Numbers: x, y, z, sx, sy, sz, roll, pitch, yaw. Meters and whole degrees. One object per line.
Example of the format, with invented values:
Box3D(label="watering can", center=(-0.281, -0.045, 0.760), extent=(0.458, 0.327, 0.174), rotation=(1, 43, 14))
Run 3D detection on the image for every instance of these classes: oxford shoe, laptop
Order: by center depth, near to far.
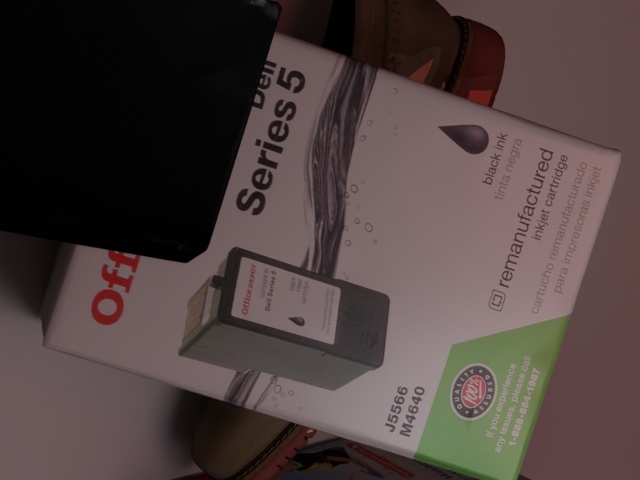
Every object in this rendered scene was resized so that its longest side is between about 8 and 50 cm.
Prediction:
Box3D(label="laptop", center=(-0.139, -0.149, 0.671), extent=(0.234, 0.136, 0.264), rotation=(10, 72, -14))
Box3D(label="oxford shoe", center=(-0.015, -0.007, 0.906), extent=(0.130, 0.123, 0.348), rotation=(27, 85, -22))

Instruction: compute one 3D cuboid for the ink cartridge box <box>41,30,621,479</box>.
Box3D(label="ink cartridge box", center=(0.000, 0.000, 0.792), extent=(0.273, 0.115, 0.198), rotation=(18, 91, -12))

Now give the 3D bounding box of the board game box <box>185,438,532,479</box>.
Box3D(label="board game box", center=(0.067, 0.234, 0.913), extent=(0.302, 0.308, 0.086), rotation=(-7, 111, -45))
